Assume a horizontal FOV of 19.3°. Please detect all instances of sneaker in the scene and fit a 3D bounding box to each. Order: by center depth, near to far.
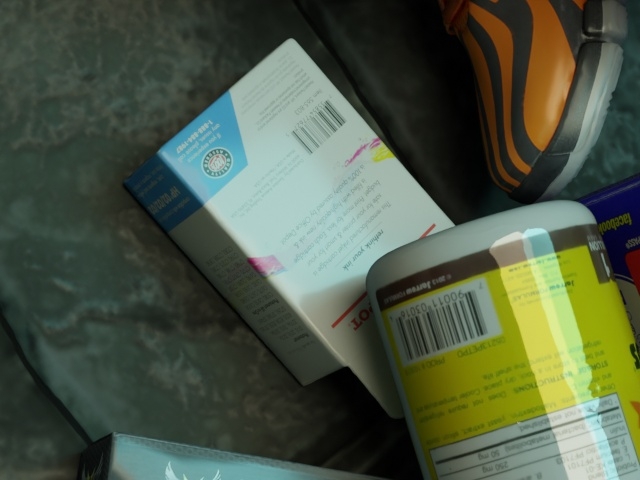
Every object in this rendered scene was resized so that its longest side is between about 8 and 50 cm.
[{"bbox_3d":[0.064,-0.175,1.034,0.180,0.124,0.321,10,61,-17],"label":"sneaker"}]

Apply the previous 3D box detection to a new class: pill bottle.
[{"bbox_3d":[0.105,0.096,0.894,0.117,0.117,0.215,-14,83,-27],"label":"pill bottle"}]

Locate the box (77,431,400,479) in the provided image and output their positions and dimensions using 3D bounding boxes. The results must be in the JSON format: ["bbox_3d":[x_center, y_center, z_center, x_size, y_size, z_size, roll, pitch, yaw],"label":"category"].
[{"bbox_3d":[-0.011,0.202,0.913,0.233,0.059,0.183,12,71,-21],"label":"box"}]

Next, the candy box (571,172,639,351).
[{"bbox_3d":[0.292,-0.019,0.995,0.317,0.268,0.122,-21,88,-28],"label":"candy box"}]

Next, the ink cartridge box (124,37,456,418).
[{"bbox_3d":[0.000,0.000,0.974,0.181,0.061,0.104,49,63,-5],"label":"ink cartridge box"}]
